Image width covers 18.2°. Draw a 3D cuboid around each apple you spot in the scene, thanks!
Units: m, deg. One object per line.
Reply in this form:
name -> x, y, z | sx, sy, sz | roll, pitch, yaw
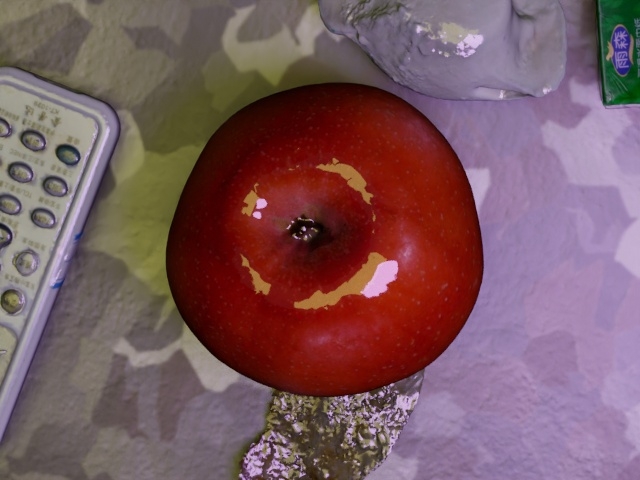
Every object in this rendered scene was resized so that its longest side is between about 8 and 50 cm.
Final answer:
apple -> 0.000, 0.000, 1.620 | 0.260, 0.216, 0.260 | -1, 86, 8

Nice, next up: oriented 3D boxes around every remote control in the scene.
remote control -> -0.283, 0.022, 1.712 | 0.128, 0.065, 0.335 | 22, 95, -1

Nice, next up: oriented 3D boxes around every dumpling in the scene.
dumpling -> 0.107, -0.194, 1.658 | 0.219, 0.108, 0.152 | 19, 95, -1

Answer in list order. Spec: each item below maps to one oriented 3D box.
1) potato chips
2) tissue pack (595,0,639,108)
potato chips -> 0.008, 0.144, 1.730 | 0.209, 0.026, 0.142 | -32, 90, 4
tissue pack -> 0.284, -0.213, 1.637 | 0.156, 0.148, 0.209 | 2, 97, 43
